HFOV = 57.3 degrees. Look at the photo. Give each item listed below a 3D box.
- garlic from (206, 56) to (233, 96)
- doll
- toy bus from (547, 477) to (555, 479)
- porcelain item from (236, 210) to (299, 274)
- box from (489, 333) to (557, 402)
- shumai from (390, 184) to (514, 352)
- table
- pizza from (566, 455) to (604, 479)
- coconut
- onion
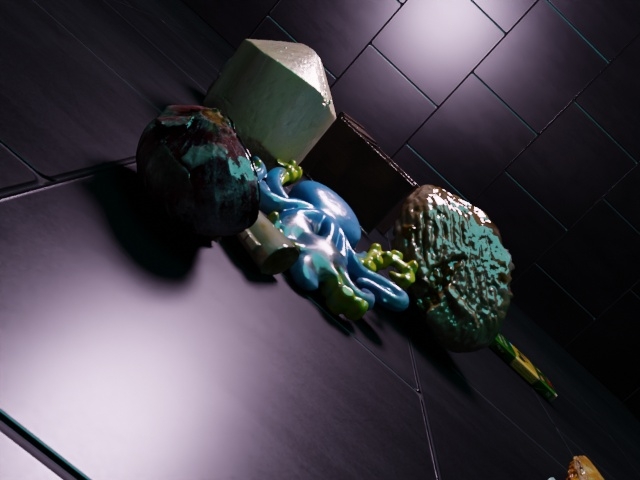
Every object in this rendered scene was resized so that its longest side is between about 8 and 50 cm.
[{"bbox_3d":[-0.138,-0.317,1.385,0.257,0.207,0.207,38,13,-15],"label":"garlic"},{"bbox_3d":[0.000,0.000,0.950,0.346,0.098,0.341,37,25,-4],"label":"doll"},{"bbox_3d":[0.337,0.376,0.812,0.031,0.037,0.083,27,21,-50],"label":"toy bus"},{"bbox_3d":[-0.115,-0.046,0.784,0.213,0.054,0.084,49,11,22],"label":"porcelain item"},{"bbox_3d":[0.541,0.331,1.610,0.235,0.034,0.132,43,12,0],"label":"box"},{"bbox_3d":[0.222,0.076,1.194,0.217,0.283,0.345,-5,69,-20],"label":"shumai"},{"bbox_3d":[0.123,-0.178,1.647,0.282,0.196,0.250,46,12,12],"label":"table"},{"bbox_3d":[0.454,0.431,0.960,0.161,0.062,0.182,41,15,-41],"label":"pizza"},{"bbox_3d":[-0.089,-0.271,1.144,0.239,0.244,0.239,35,8,-6],"label":"coconut"},{"bbox_3d":[-0.152,-0.068,0.660,0.098,0.151,0.206,-10,32,-32],"label":"onion"}]
